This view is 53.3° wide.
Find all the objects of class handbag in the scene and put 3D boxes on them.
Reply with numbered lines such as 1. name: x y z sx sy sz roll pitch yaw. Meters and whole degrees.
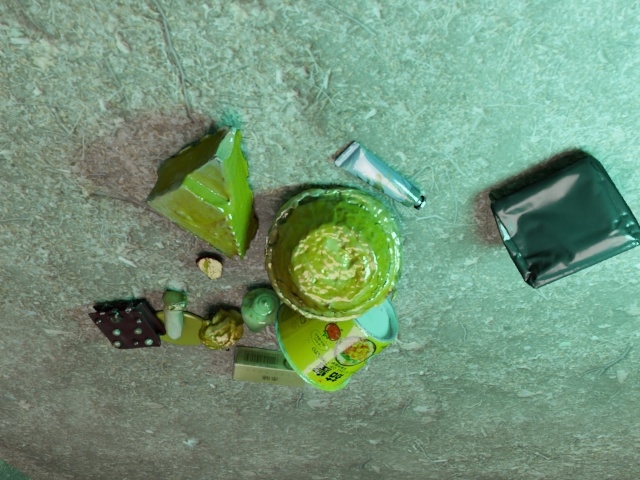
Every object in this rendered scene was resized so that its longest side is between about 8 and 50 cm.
1. handbag: -0.660 0.292 2.189 0.203 0.074 0.216 -5 137 16
2. handbag: 0.609 -0.057 1.600 0.302 0.275 0.178 -30 175 33

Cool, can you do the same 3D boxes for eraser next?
1. eraser: -0.157 0.481 2.393 0.343 0.078 0.144 8 142 -5

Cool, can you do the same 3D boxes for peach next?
1. peach: -0.338 0.076 1.922 0.083 0.050 0.077 6 119 -17

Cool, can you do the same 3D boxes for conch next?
1. conch: -0.173 0.240 2.063 0.137 0.143 0.250 39 165 23

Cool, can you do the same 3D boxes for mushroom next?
1. mushroom: -0.486 0.251 2.128 0.084 0.071 0.209 0 136 -12

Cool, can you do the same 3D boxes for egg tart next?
1. egg tart: 0.038 0.049 1.659 0.388 0.169 0.387 0 105 0

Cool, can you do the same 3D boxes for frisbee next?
1. frisbee: -0.499 0.314 2.262 0.236 0.017 0.236 3 141 2

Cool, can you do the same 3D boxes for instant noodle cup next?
1. instant noodle cup: 0.062 0.255 1.928 0.326 0.325 0.254 32 124 -30

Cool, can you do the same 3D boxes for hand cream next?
1. hand cream: 0.157 -0.155 1.597 0.256 0.055 0.088 32 130 -21

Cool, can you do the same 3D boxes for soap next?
1. soap: -0.209 -0.103 1.596 0.304 0.169 0.339 -18 138 40

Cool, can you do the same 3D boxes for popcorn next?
1. popcorn: -0.329 0.295 2.134 0.167 0.152 0.148 -21 177 -5
